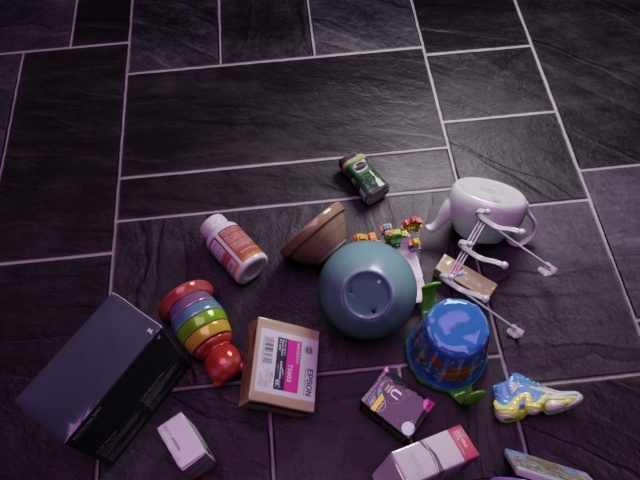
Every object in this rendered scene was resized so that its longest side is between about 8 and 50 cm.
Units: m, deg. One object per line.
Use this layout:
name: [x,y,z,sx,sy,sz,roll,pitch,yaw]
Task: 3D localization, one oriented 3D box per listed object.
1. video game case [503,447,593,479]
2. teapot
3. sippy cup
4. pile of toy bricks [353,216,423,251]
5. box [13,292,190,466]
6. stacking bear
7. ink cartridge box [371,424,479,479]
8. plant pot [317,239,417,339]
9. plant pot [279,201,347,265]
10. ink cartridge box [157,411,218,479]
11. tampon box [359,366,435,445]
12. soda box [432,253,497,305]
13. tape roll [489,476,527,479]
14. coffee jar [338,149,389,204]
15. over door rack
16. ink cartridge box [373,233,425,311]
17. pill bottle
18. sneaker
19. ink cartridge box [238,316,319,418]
video game case: [0.573,0.575,1.503,0.212,0.193,0.023,15,86,10]
teapot: [0.503,-0.070,1.873,0.252,0.187,0.256,-18,37,-42]
sippy cup: [0.355,0.272,1.656,0.305,0.224,0.240,35,67,20]
pile of toy bricks: [0.212,-0.007,1.822,0.212,0.105,0.118,-10,65,-5]
box: [-0.541,0.365,1.578,0.178,0.312,0.343,30,65,17]
stacking bear: [-0.319,0.269,1.722,0.175,0.164,0.289,-31,69,-15]
ink cartridge box: [0.255,0.556,1.503,0.217,0.159,0.092,-13,55,-28]
plant pot: [0.130,0.144,1.685,0.290,0.195,0.290,0,89,4]
plant pot: [0.000,0.000,1.829,0.237,0.237,0.110,-39,87,-18]
ink cartridge box: [-0.336,0.529,1.559,0.072,0.175,0.127,-33,65,-15]
tampon box: [0.202,0.444,1.633,0.161,0.101,0.120,34,68,18]
soda box: [0.433,0.120,1.833,0.181,0.058,0.061,32,66,18]
tape roll: [0.498,0.638,1.468,0.188,0.189,0.080,13,63,9]
coffee jar: [0.140,-0.213,2.014,0.096,0.079,0.184,-29,65,-10]
over door rack: [0.517,0.093,1.709,0.324,0.108,0.240,37,77,-17]
ink cartridge box: [0.214,0.103,1.857,0.180,0.056,0.225,-11,67,-5]
pill bottle: [-0.271,0.021,1.872,0.121,0.121,0.216,-37,66,-17]
sneaker: [0.579,0.409,1.649,0.240,0.091,0.126,-10,60,-3]
ink cartridge box: [-0.110,0.346,1.663,0.193,0.088,0.235,16,58,-21]
